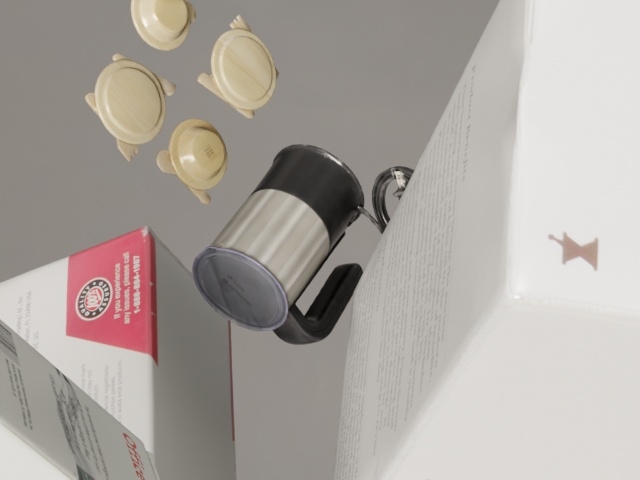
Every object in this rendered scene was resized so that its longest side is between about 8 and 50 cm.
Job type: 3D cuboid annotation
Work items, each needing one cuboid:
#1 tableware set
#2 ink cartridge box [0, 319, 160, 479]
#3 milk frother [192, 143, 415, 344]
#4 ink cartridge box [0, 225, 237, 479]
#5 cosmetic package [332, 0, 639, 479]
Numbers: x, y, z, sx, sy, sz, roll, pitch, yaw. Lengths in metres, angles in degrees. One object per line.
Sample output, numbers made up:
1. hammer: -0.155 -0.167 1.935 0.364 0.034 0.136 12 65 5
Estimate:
1. tableware set: -0.103 -0.117 1.382 0.020 0.169 0.141 -13 136 47
2. ink cartridge box: -0.188 0.128 1.089 0.208 0.087 0.153 45 -173 -29
3. milk frother: 0.000 0.000 1.411 0.129 0.135 0.143 43 141 -10
4. ink cartridge box: -0.279 0.193 1.633 0.384 0.279 0.160 -19 140 18
5. cosmetic package: 0.132 0.044 1.123 0.161 0.230 0.453 11 152 -7
